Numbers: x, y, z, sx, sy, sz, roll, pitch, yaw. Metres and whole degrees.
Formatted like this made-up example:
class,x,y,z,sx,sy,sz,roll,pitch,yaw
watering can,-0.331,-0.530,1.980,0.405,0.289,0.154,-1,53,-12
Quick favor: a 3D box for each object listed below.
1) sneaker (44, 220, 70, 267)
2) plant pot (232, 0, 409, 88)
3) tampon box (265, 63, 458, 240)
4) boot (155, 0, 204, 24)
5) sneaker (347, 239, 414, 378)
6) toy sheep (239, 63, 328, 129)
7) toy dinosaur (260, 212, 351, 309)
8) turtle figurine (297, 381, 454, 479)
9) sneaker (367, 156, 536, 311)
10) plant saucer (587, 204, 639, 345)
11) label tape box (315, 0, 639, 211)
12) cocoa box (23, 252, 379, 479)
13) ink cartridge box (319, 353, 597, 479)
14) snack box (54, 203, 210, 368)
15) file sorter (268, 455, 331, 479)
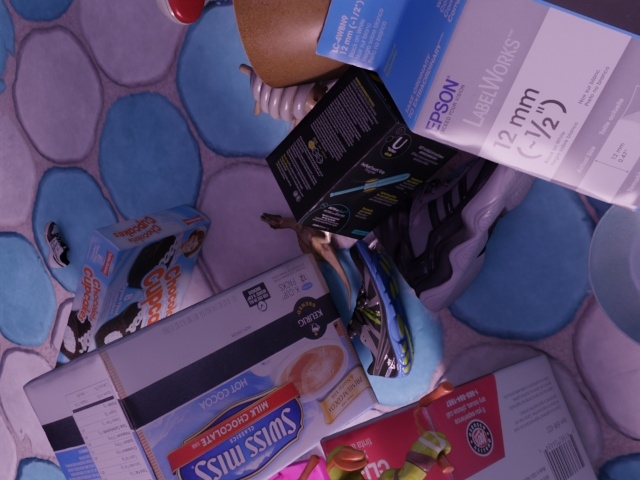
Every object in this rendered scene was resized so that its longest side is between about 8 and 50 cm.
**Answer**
class,x,y,z,sx,sy,sz,roll,pitch,yaw
sneaker,-0.450,0.007,1.486,0.037,0.032,0.083,3,110,20
plant pot,0.066,-0.284,0.935,0.254,0.237,0.237,4,106,20
tampon box,0.044,-0.096,0.959,0.161,0.120,0.101,-44,56,25
boot,-0.126,-0.392,1.109,0.176,0.088,0.244,19,110,28
sneaker,0.066,0.092,1.115,0.078,0.067,0.188,-11,100,19
toy sheep,-0.047,-0.194,1.108,0.132,0.091,0.091,22,116,8
toy dinosaur,0.000,0.000,1.163,0.183,0.053,0.093,42,140,21
turtle figurine,0.066,0.267,0.796,0.269,0.087,0.217,-46,66,33
sneaker,0.143,-0.056,1.002,0.153,0.101,0.269,37,121,22
plant saucer,0.380,0.028,0.900,0.195,0.037,0.195,10,108,33
label tape box,0.184,-0.201,0.786,0.347,0.115,0.249,18,127,-4
cocoa box,-0.145,0.199,1.107,0.231,0.347,0.228,-26,89,47
ink cartridge box,0.198,0.347,0.930,0.160,0.279,0.385,-30,75,36
snack box,-0.290,0.105,1.299,0.060,0.187,0.322,36,121,22
file sorter,-0.113,0.474,1.283,0.290,0.182,0.202,-23,90,37
